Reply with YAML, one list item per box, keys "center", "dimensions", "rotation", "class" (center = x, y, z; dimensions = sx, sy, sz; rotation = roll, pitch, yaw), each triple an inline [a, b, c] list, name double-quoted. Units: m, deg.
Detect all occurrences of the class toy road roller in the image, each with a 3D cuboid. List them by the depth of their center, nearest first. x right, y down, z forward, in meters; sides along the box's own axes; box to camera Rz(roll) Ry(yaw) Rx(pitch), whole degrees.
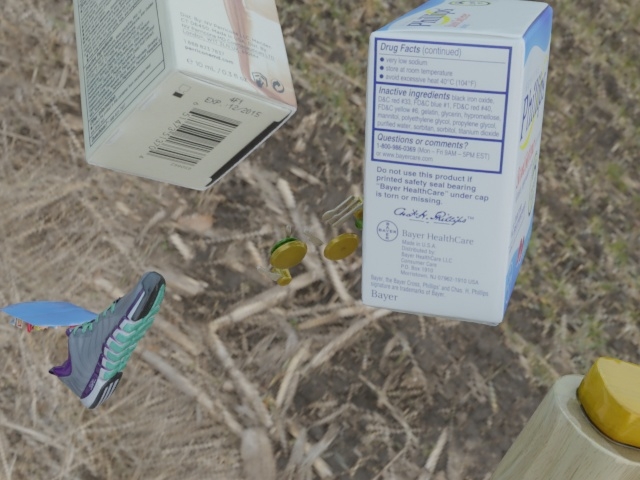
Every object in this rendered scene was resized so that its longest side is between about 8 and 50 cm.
- center: [0.337, 0.272, 0.878]
  dimensions: [0.330, 0.202, 0.240]
  rotation: [18, 28, -14]
  class: "toy road roller"

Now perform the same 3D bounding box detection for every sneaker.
- center: [-0.298, 0.122, 1.347]
  dimensions: [0.098, 0.223, 0.083]
  rotation: [33, 16, 8]
  class: "sneaker"

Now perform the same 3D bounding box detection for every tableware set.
- center: [0.000, 0.000, 1.178]
  dimensions: [0.104, 0.154, 0.024]
  rotation: [35, 21, -54]
  class: "tableware set"

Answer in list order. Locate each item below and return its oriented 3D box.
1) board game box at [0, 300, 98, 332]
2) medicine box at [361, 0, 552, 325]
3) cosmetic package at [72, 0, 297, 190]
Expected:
- center: [-0.467, 0.140, 1.708]
  dimensions: [0.169, 0.033, 0.133]
  rotation: [14, 13, 42]
  class: "board game box"
- center: [0.150, -0.098, 1.054]
  dimensions: [0.149, 0.289, 0.263]
  rotation: [8, 22, 16]
  class: "medicine box"
- center: [-0.134, -0.214, 0.898]
  dimensions: [0.129, 0.153, 0.296]
  rotation: [13, 55, -39]
  class: "cosmetic package"
